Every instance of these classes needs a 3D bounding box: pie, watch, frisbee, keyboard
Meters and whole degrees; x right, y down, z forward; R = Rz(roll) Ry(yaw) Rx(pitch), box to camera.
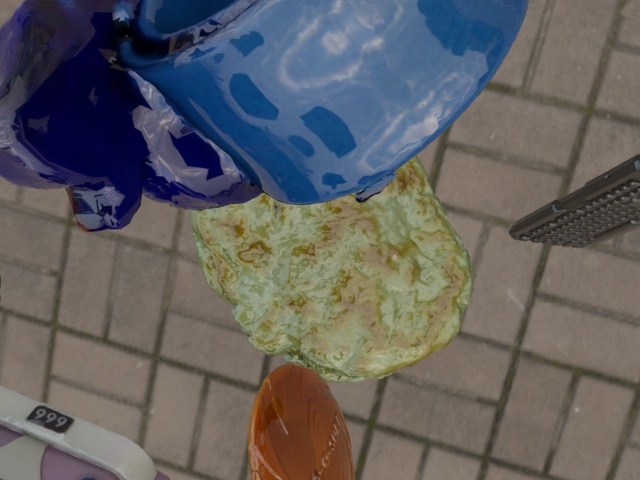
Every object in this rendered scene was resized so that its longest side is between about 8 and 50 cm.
[{"bbox_3d":[0.000,0.000,0.800,0.201,0.090,0.248,-24,78,-12],"label":"pie"},{"bbox_3d":[-0.021,-0.100,0.437,0.200,0.196,0.171,-19,140,34],"label":"watch"},{"bbox_3d":[-0.007,0.213,0.961,0.035,0.192,0.192,-14,101,26],"label":"frisbee"},{"bbox_3d":[0.262,-0.030,0.871,0.106,0.262,0.016,9,74,-14],"label":"keyboard"}]

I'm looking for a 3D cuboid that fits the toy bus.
[{"bbox_3d":[-0.173,0.199,0.585,0.142,0.142,0.203,20,135,16],"label":"toy bus"}]
